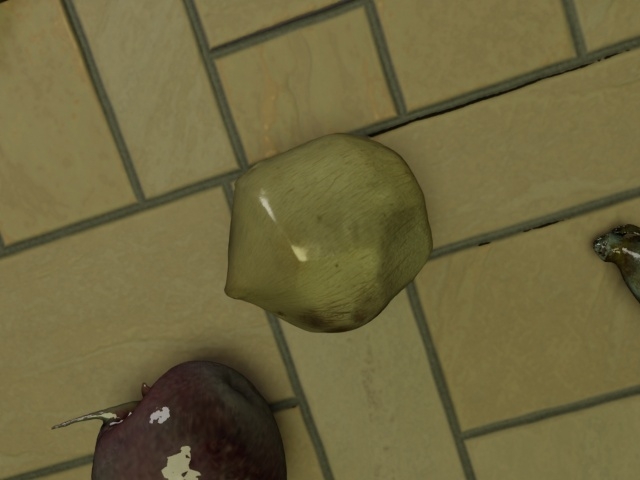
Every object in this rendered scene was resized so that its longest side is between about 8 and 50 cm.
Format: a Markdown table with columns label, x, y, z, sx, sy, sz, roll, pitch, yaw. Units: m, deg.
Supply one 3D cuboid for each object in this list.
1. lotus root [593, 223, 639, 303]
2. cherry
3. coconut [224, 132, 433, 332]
| label | x | y | z | sx | sy | sz | roll | pitch | yaw |
| --- | --- | --- | --- | --- | --- | --- | --- | --- | --- |
| lotus root | 0.376 | 0.041 | 0.750 | 0.165 | 0.088 | 0.088 | 43 | 101 | 6 |
| cherry | -0.147 | 0.246 | 0.777 | 0.213 | 0.183 | 0.266 | -41 | 98 | 20 |
| coconut | 0.000 | 0.000 | 0.711 | 0.224 | 0.224 | 0.224 | 1 | 101 | 4 |
